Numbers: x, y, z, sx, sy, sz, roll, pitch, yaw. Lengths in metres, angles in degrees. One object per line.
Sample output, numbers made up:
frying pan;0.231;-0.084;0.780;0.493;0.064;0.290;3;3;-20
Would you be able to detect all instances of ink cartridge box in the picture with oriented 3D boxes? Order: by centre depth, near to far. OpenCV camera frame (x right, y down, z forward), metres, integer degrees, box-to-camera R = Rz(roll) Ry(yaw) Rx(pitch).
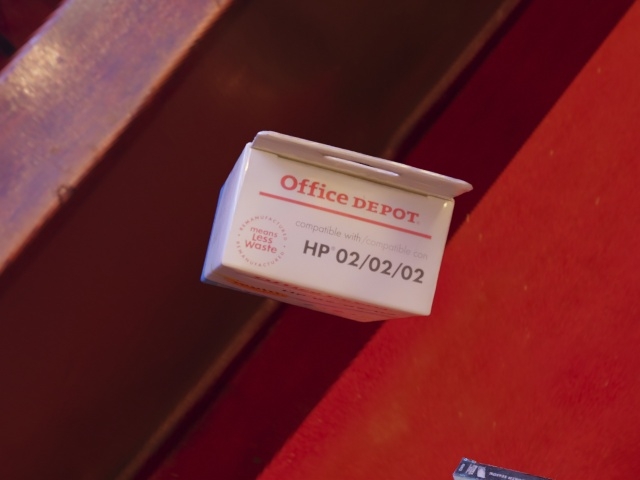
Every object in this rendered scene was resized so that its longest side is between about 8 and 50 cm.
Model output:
ink cartridge box;0.000;0.000;0.558;0.104;0.181;0.061;14;82;-8

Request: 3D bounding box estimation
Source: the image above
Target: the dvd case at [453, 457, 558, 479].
dvd case;0.121;0.142;0.482;0.119;0.087;0.013;4;36;41
